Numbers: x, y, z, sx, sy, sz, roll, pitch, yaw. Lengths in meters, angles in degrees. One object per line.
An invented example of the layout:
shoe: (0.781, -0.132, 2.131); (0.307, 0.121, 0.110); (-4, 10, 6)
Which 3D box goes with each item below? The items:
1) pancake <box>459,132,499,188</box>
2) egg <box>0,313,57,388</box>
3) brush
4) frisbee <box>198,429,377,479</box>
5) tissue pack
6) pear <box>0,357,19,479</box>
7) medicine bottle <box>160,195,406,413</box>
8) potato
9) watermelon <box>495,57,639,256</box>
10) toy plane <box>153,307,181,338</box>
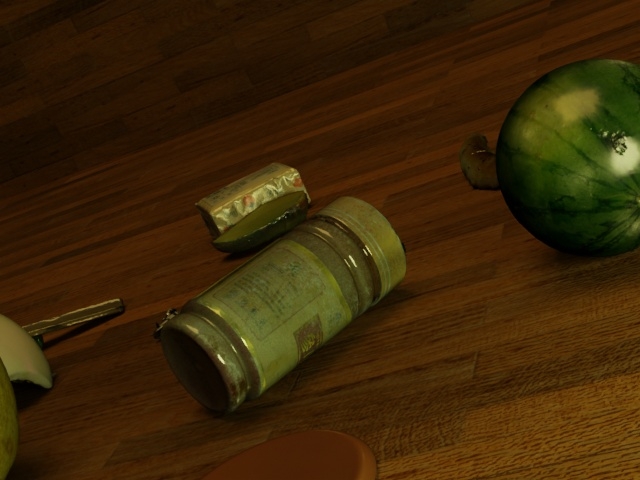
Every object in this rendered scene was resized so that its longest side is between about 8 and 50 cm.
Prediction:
pancake: (0.346, -0.151, 1.696); (0.197, 0.054, 0.376); (-32, 20, -26)
egg: (-0.590, 0.200, 1.684); (0.271, 0.161, 0.206); (-22, 29, -5)
brush: (-0.497, 0.168, 1.900); (0.282, 0.048, 0.054); (-18, 19, -5)
frisbee: (-0.060, 0.268, 1.053); (0.251, 0.021, 0.251); (-22, 16, 7)
tissue pack: (-0.134, -0.075, 2.049); (0.196, 0.092, 0.148); (-29, 17, -12)
pear: (-0.538, 0.237, 1.326); (0.304, 0.304, 0.304); (-22, 17, 7)
medicine bottle: (-0.045, 0.081, 1.361); (0.322, 0.151, 0.151); (-36, 20, -32)
potato: (-0.105, -0.024, 1.928); (0.198, 0.054, 0.119); (-32, 22, -8)
watermelon: (0.333, -0.100, 1.250); (0.242, 0.242, 0.242); (-22, 17, 7)
toy plane: (-0.239, 0.132, 1.680); (0.083, 0.031, 0.078); (-31, 31, -29)
